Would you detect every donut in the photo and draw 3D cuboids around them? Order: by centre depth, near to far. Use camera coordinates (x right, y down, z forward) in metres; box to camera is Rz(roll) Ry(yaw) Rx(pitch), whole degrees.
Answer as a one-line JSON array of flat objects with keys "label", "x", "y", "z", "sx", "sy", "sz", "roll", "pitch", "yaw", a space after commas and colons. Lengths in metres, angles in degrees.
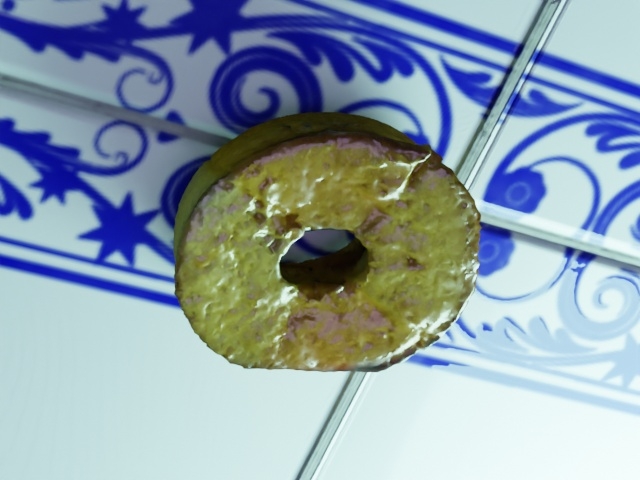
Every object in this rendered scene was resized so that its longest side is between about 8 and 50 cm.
[{"label": "donut", "x": 0.000, "y": -0.002, "z": 1.004, "sx": 0.190, "sy": 0.074, "sz": 0.174, "roll": -13, "pitch": 125, "yaw": -6}]
